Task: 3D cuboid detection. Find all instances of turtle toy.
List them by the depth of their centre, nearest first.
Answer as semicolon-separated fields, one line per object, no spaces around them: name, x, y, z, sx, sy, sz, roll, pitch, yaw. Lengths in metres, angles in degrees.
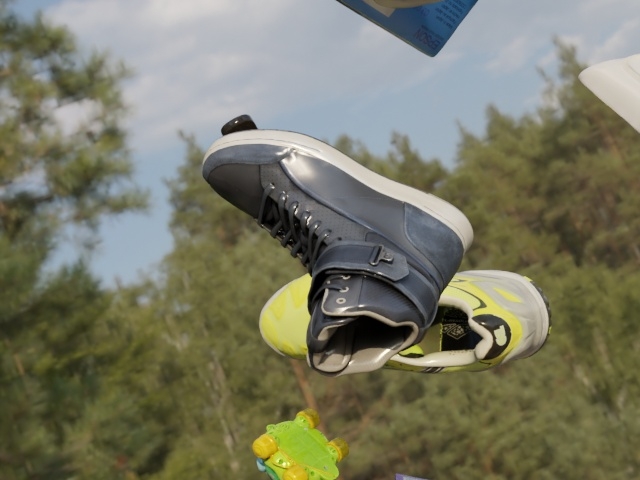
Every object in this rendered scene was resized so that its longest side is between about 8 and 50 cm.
turtle toy;-0.017;0.253;1.199;0.095;0.130;0.066;-24;-32;-43

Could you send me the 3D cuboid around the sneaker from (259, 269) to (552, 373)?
sneaker;0.080;0.092;1.331;0.385;0.145;0.147;-6;2;30

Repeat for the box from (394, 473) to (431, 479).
box;0.214;0.408;1.299;0.293;0.200;0.057;10;14;0

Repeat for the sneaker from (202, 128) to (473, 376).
sneaker;-0.010;0.008;0.823;0.086;0.226;0.163;100;-166;-48

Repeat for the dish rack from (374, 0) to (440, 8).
dish rack;0.175;-0.312;0.935;0.286;0.072;0.333;-14;-10;1

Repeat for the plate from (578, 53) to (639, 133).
plate;0.528;-0.200;1.441;0.278;0.277;0.045;-11;-55;-11

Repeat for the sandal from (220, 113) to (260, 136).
sandal;-0.111;-0.148;1.613;0.067;0.040;0.179;-30;-23;-4

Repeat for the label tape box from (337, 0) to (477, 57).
label tape box;-0.004;-0.363;1.215;0.106;0.333;0.241;-53;-33;14
